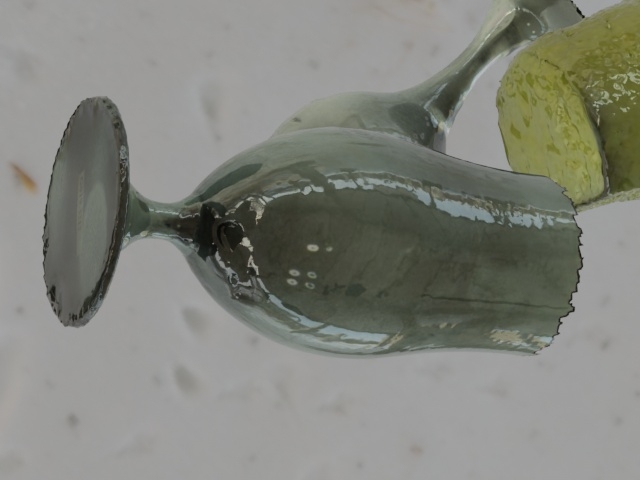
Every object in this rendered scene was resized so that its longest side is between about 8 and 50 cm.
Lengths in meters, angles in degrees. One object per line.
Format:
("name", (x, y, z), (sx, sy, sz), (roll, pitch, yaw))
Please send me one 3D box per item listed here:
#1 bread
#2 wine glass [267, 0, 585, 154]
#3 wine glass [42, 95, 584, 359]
("bread", (0.163, -0.070, 1.013), (0.114, 0.129, 0.111), (-21, 84, -22))
("wine glass", (0.060, -0.080, 1.413), (0.321, 0.143, 0.143), (-47, 129, -8))
("wine glass", (0.000, 0.000, 0.761), (0.202, 0.093, 0.093), (6, 109, -25))
